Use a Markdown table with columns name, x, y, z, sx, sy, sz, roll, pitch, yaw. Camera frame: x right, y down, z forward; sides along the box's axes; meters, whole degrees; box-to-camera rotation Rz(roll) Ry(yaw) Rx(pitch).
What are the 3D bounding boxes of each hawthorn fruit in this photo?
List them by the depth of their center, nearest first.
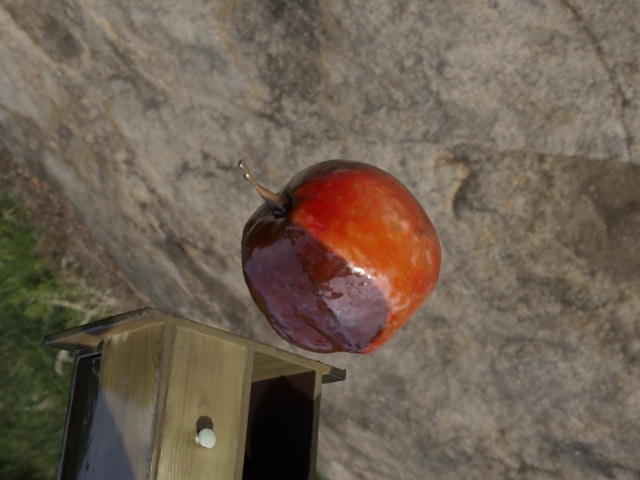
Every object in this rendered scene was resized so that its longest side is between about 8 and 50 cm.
| name | x | y | z | sx | sy | sz | roll | pitch | yaw |
| --- | --- | --- | --- | --- | --- | --- | --- | --- | --- |
| hawthorn fruit | 0.000 | 0.000 | 1.104 | 0.272 | 0.242 | 0.242 | 44 | 157 | -30 |

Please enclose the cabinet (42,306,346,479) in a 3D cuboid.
| name | x | y | z | sx | sy | sz | roll | pitch | yaw |
| --- | --- | --- | --- | --- | --- | --- | --- | --- | --- |
| cabinet | -0.100 | 0.171 | 0.743 | 0.148 | 0.174 | 0.215 | -18 | 149 | 41 |
